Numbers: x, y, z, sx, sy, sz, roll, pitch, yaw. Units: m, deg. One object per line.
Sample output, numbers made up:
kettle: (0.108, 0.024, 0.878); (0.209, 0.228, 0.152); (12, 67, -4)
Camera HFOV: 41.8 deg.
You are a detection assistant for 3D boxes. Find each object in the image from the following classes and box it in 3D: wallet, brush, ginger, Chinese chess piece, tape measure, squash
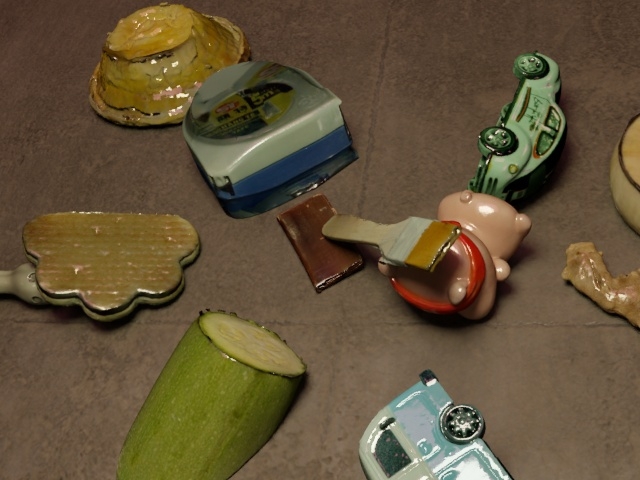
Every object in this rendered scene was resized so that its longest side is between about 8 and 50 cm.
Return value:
wallet: (0.000, 0.000, 1.353); (0.095, 0.026, 0.176); (-30, 48, -2)
brush: (0.085, -0.007, 1.195); (0.085, 0.020, 0.336); (-54, 25, -9)
ginger: (0.444, 0.089, 1.135); (0.089, 0.075, 0.288); (-34, 46, -20)
Chinese chess piece: (0.559, -0.097, 1.231); (0.257, 0.104, 0.257); (-8, 50, 10)
tape measure: (-0.105, -0.198, 1.475); (0.259, 0.138, 0.262); (-28, 49, -11)
squash: (-0.157, 0.249, 1.190); (0.189, 0.189, 0.260); (34, 102, 35)

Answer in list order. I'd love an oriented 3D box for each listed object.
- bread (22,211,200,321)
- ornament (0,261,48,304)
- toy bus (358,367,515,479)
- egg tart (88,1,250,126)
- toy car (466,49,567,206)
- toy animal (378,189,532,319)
bread: (-0.341, 0.041, 1.354); (0.287, 0.056, 0.207); (3, 54, -7)
ornament: (-0.498, 0.069, 1.401); (0.156, 0.074, 0.081); (-1, 14, 17)
toy bus: (0.154, 0.305, 0.986); (0.165, 0.133, 0.271); (-32, 52, -6)
egg tart: (-0.316, -0.374, 1.686); (0.346, 0.132, 0.345); (-8, 47, 8)
toy car: (0.329, -0.168, 1.338); (0.125, 0.136, 0.305); (22, 57, 14)
toy animal: (0.192, 0.023, 1.203); (0.171, 0.171, 0.198); (28, 55, 32)
